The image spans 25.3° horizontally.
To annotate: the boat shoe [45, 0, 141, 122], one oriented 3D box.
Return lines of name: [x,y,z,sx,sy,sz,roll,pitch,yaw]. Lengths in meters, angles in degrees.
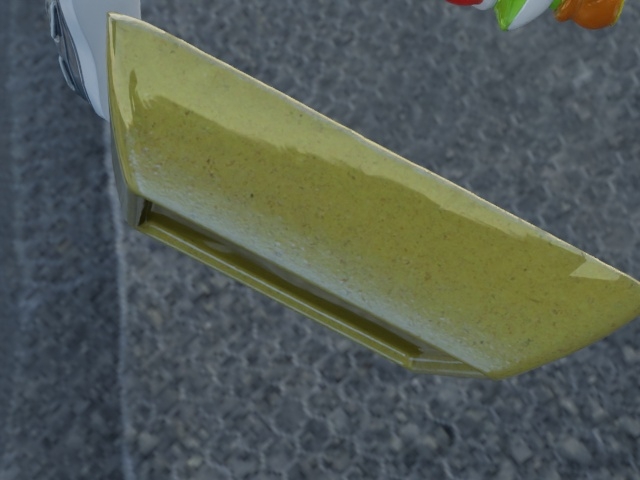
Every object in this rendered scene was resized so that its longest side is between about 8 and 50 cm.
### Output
boat shoe: [-0.251,-0.262,1.535,0.102,0.301,0.108,32,58,28]

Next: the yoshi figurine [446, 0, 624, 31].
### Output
yoshi figurine: [0.107,-0.306,1.285,0.362,0.203,0.203,6,13,-10]

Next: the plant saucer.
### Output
plant saucer: [0.000,0.000,0.895,0.081,0.333,0.333,-64,5,-7]
